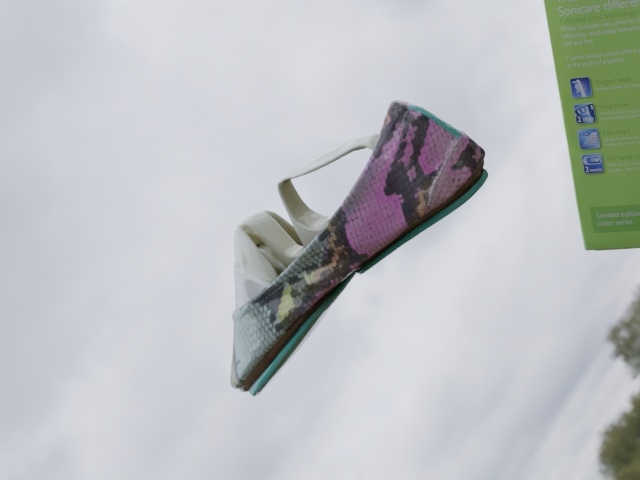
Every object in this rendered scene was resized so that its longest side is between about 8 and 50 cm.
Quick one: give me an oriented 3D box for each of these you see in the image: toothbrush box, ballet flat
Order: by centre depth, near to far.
[{"bbox_3d":[0.000,0.000,0.758,0.221,0.079,0.077,-46,1,37],"label":"ballet flat"},{"bbox_3d":[0.298,-0.146,1.079,0.122,0.206,0.283,-45,-54,-57],"label":"toothbrush box"}]
